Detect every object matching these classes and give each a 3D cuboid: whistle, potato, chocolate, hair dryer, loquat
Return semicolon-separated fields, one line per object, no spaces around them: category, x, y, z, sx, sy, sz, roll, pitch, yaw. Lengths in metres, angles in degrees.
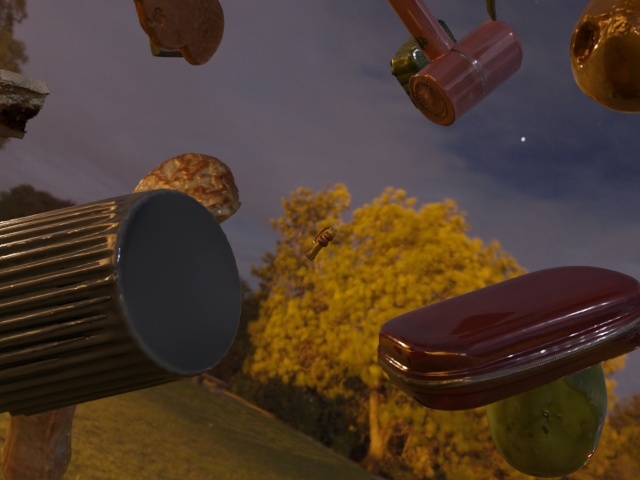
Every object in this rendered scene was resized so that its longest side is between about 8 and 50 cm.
whistle;0.002;0.005;1.698;0.046;0.109;0.057;45;3;-3
potato;0.415;0.285;1.163;0.215;0.305;0.216;3;-5;0
chocolate;-0.549;0.373;1.227;0.134;0.310;0.134;15;18;-5
hair dryer;0.226;-0.425;1.227;0.353;0.210;0.125;53;-13;-8
loquat;0.491;-0.300;0.961;0.213;0.213;0.213;22;-13;5

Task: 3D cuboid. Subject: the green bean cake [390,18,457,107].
green bean cake;0.318;-0.493;1.777;0.113;0.200;0.214;5;-38;53

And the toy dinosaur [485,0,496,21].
toy dinosaur;0.244;-0.432;0.709;0.205;0.092;0.393;19;-50;15

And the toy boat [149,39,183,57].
toy boat;-0.402;-0.584;1.864;0.085;0.078;0.260;2;17;38

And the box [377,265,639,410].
box;0.288;0.138;0.944;0.403;0.108;0.263;-16;8;-13

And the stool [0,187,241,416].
stool;-0.314;0.086;0.885;0.329;0.297;0.297;-12;-30;27

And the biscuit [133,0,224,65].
biscuit;-0.315;-0.547;1.336;0.051;0.269;0.376;10;-31;24

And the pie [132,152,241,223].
pie;-0.235;-0.059;1.059;0.179;0.205;0.084;57;-1;41

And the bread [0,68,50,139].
bread;-0.370;-0.161;0.742;0.035;0.083;0.070;54;21;23
